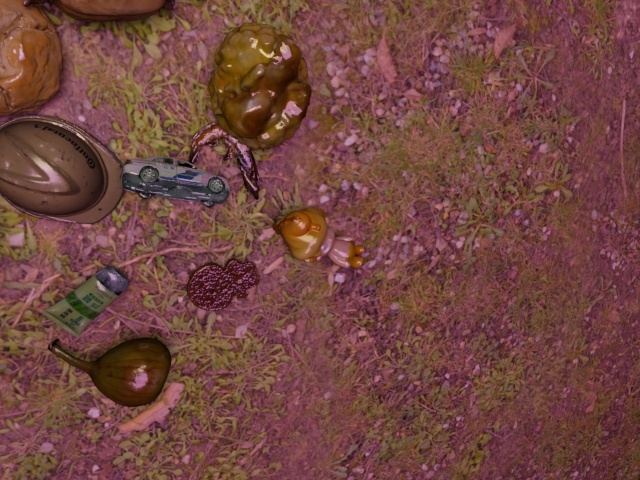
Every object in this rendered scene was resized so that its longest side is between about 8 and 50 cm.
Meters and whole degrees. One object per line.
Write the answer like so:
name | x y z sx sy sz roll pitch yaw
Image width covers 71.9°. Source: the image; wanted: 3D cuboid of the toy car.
toy car | -0.306 -0.130 0.951 0.224 0.090 0.076 6 67 -24

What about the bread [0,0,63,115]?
bread | -0.576 -0.332 0.756 0.244 0.134 0.244 -7 107 -23

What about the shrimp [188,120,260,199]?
shrimp | -0.219 -0.170 1.002 0.148 0.035 0.195 -22 104 -18

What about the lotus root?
lotus root | -0.395 -0.468 0.791 0.257 0.154 0.140 -15 113 -37

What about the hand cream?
hand cream | -0.502 0.130 0.964 0.175 0.046 0.095 -41 121 -4

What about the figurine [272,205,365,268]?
figurine | 0.000 0.000 1.095 0.246 0.131 0.156 28 58 -25

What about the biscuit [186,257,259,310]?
biscuit | -0.237 0.106 1.078 0.175 0.026 0.124 -18 111 -17

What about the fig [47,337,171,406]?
fig | -0.468 0.283 0.969 0.259 0.151 0.151 12 99 -21

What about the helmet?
helmet | -0.511 -0.125 0.841 0.258 0.137 0.204 25 94 -26

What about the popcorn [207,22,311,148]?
popcorn | -0.114 -0.311 0.892 0.206 0.251 0.237 14 85 -22
